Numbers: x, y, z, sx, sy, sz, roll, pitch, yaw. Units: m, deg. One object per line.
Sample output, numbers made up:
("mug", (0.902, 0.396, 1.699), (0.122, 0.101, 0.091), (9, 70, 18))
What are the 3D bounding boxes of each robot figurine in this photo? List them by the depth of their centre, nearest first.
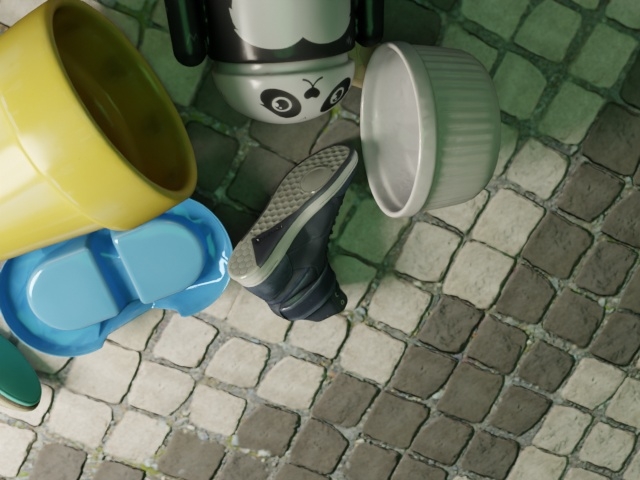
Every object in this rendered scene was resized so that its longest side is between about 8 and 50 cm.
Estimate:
("robot figurine", (-0.047, -0.270, 0.988), (0.209, 0.173, 0.278), (4, 111, 20))

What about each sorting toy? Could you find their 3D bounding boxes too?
("sorting toy", (0.028, -0.230, 1.100), (0.083, 0.012, 0.062), (17, 112, -17))

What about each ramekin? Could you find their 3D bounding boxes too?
("ramekin", (0.129, -0.133, 1.053), (0.109, 0.207, 0.207), (-5, 111, -15))

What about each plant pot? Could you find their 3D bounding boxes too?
("plant pot", (-0.306, -0.100, 0.985), (0.239, 0.254, 0.254), (-29, 111, 13))

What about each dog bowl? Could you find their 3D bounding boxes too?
("dog bowl", (-0.257, 0.034, 1.126), (0.297, 0.074, 0.166), (-21, 111, 0))

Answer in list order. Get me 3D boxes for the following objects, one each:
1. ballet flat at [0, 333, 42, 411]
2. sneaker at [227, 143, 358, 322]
("ballet flat", (-0.466, 0.136, 1.140), (0.086, 0.086, 0.248), (-36, 109, 6))
("sneaker", (-0.002, 0.000, 1.146), (0.226, 0.086, 0.163), (-52, 129, -10))
